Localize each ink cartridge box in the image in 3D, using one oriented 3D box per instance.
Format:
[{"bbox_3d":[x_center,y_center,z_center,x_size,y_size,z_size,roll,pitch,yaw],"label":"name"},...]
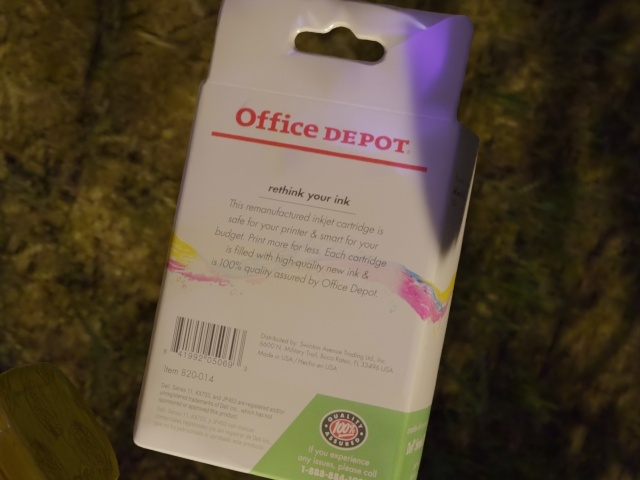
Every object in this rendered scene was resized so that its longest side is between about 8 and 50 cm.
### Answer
[{"bbox_3d":[0.000,0.000,1.052,0.119,0.207,0.353,12,89,-75],"label":"ink cartridge box"}]

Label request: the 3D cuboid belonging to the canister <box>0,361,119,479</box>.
[{"bbox_3d":[-0.195,0.136,0.671,0.170,0.073,0.126,-33,177,4],"label":"canister"}]
